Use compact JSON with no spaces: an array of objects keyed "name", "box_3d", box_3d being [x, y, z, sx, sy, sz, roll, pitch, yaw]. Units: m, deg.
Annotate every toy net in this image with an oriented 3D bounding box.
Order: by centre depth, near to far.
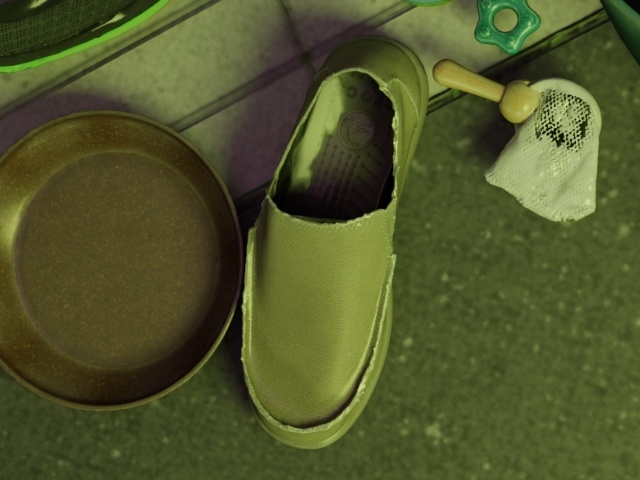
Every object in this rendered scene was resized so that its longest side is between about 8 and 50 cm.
[{"name":"toy net","box_3d":[0.126,-0.124,1.068,0.122,0.045,0.232,-28,84,10]}]

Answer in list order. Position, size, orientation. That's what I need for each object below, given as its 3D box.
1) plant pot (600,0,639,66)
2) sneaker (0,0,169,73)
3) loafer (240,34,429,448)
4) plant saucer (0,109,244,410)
[{"name":"plant pot","box_3d":[0.285,-0.164,0.907,0.293,0.235,0.293,-7,68,16]},{"name":"sneaker","box_3d":[-0.085,-0.303,1.040,0.483,0.202,0.185,-44,79,9]},{"name":"loafer","box_3d":[0.000,0.000,1.068,0.102,0.092,0.269,10,93,14]},{"name":"plant saucer","box_3d":[-0.142,0.013,1.134,0.198,0.036,0.199,0,89,13]}]
